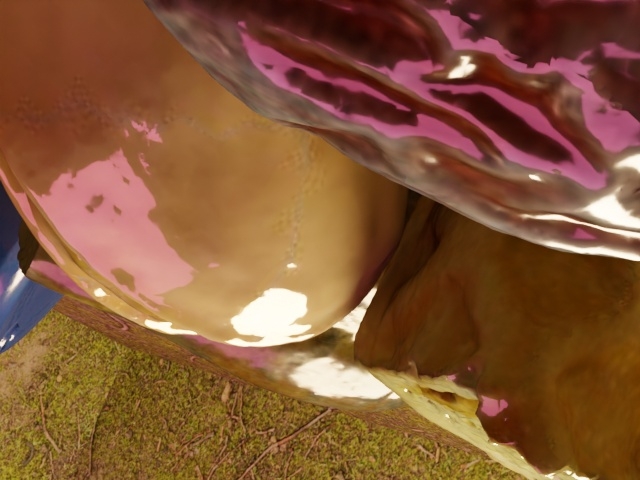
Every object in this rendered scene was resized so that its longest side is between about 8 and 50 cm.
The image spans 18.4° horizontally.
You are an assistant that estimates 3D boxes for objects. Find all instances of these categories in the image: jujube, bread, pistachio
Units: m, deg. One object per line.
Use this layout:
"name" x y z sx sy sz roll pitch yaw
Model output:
"jujube" 0.065 -0.120 0.692 0.308 0.215 0.246 21 169 16
"bread" 0.149 0.017 1.120 0.196 0.252 0.238 27 172 -16
"pistachio" -0.074 -0.093 1.085 0.229 0.238 0.321 14 134 61

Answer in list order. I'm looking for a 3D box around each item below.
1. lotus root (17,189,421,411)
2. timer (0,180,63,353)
"lotus root" -0.020 -0.021 1.331 0.346 0.250 0.250 25 170 -9
"timer" -0.340 -0.114 1.626 0.383 0.270 0.270 37 170 3
